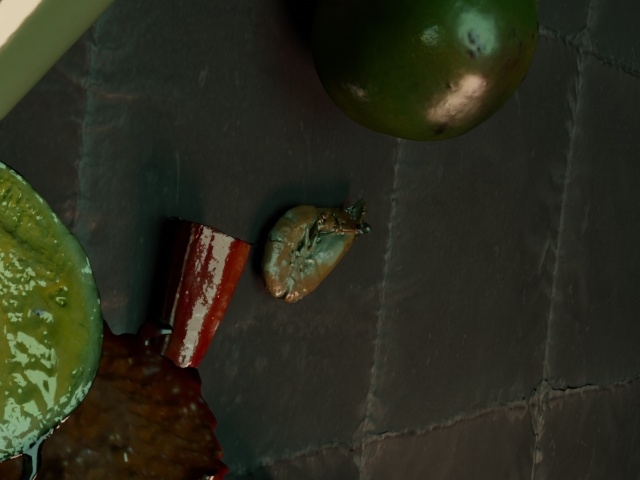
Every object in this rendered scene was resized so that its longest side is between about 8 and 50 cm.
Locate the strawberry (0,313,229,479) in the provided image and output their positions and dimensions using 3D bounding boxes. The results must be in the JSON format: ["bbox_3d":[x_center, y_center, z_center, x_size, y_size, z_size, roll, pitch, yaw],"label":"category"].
[{"bbox_3d":[-0.194,0.178,0.981,0.234,0.234,0.178,-27,150,-51],"label":"strawberry"}]

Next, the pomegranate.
[{"bbox_3d":[0.067,-0.228,1.225,0.302,0.236,0.236,31,69,-29],"label":"pomegranate"}]

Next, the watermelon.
[{"bbox_3d":[-0.255,0.053,0.852,0.204,0.127,0.232,-43,109,-41],"label":"watermelon"}]

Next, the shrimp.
[{"bbox_3d":[0.000,0.000,1.312,0.184,0.043,0.091,-30,118,-49],"label":"shrimp"}]

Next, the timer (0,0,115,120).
[{"bbox_3d":[-0.300,-0.105,0.687,0.315,0.291,0.291,-56,145,4],"label":"timer"}]

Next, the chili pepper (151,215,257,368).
[{"bbox_3d":[-0.118,0.069,1.137,0.088,0.065,0.169,27,78,-54],"label":"chili pepper"}]
